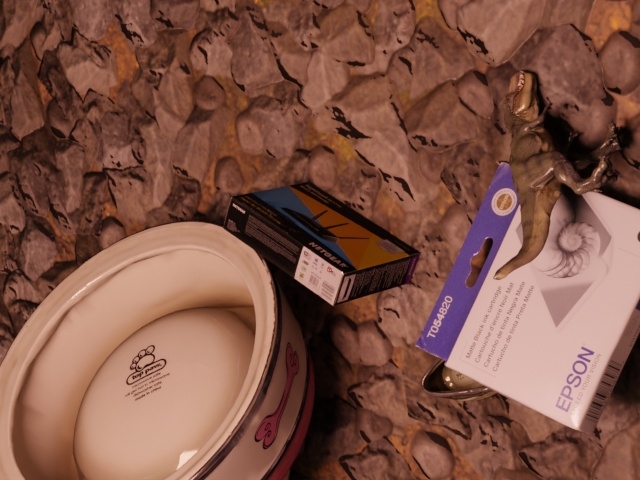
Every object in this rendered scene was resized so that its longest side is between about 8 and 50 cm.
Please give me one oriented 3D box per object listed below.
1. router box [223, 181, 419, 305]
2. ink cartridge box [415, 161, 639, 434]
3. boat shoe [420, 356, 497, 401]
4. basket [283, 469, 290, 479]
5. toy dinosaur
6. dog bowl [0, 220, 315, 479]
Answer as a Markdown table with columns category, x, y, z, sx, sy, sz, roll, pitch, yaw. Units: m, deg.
| category | x | y | z | sx | sy | sz | roll | pitch | yaw |
| --- | --- | --- | --- | --- | --- | --- | --- | --- | --- |
| router box | 0.000 | 0.000 | 1.645 | 0.179 | 0.133 | 0.046 | 34 | 120 | 32 |
| ink cartridge box | 0.216 | 0.047 | 1.468 | 0.224 | 0.045 | 0.223 | 24 | 90 | 36 |
| boat shoe | 0.195 | 0.117 | 1.535 | 0.223 | 0.073 | 0.080 | -34 | 77 | 41 |
| basket | -0.163 | 0.384 | 1.820 | 0.255 | 0.201 | 0.289 | 6 | 93 | 40 |
| toy dinosaur | 0.229 | -0.068 | 1.424 | 0.118 | 0.268 | 0.064 | -16 | 131 | 24 |
| dog bowl | -0.186 | 0.184 | 1.716 | 0.408 | 0.150 | 0.408 | -20 | 46 | 23 |
